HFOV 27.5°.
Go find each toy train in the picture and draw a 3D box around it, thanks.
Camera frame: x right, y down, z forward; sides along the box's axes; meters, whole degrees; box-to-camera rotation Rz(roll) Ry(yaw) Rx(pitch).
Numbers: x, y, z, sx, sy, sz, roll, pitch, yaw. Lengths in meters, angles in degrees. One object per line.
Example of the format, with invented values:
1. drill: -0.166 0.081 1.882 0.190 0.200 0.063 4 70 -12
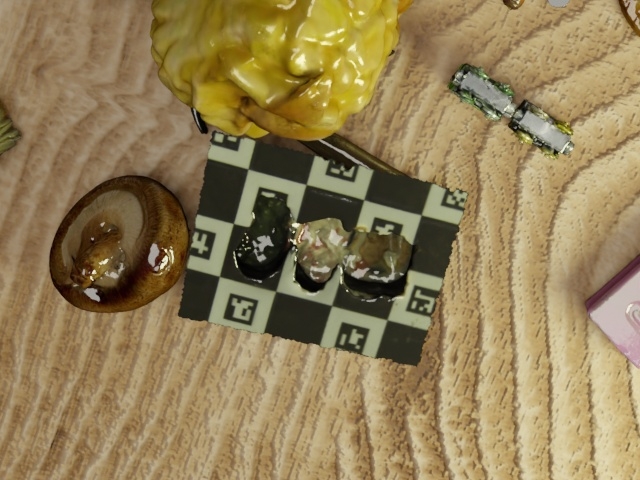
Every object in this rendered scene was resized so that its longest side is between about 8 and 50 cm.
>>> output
1. toy train: 0.273 -0.184 1.866 0.202 0.081 0.060 32 102 -6

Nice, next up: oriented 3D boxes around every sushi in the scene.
1. sushi: 0.000 0.000 1.921 0.373 0.100 0.296 12 112 -4

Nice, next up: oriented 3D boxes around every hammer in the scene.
1. hammer: 0.004 -0.148 1.917 0.440 0.044 0.168 31 100 2

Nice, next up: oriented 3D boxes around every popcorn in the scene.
1. popcorn: -0.039 -0.287 1.762 0.349 0.381 0.349 -12 70 36

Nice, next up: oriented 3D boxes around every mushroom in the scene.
1. mushroom: -0.284 0.011 1.920 0.231 0.194 0.138 -10 139 30

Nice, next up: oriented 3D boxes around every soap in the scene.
1. soap: 0.492 0.075 1.882 0.203 0.065 0.122 -44 91 10

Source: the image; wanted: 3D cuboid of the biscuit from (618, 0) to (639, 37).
1. biscuit: 0.509 -0.398 1.828 0.228 0.031 0.176 -35 94 9

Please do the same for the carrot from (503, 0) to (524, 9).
1. carrot: 0.291 -0.371 1.859 0.032 0.032 0.093 34 98 1

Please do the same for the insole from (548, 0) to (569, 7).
1. insole: 0.352 -0.398 1.860 0.045 0.002 0.135 11 100 4

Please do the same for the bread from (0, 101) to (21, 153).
1. bread: -0.580 -0.168 1.952 0.210 0.110 0.192 -35 99 11
